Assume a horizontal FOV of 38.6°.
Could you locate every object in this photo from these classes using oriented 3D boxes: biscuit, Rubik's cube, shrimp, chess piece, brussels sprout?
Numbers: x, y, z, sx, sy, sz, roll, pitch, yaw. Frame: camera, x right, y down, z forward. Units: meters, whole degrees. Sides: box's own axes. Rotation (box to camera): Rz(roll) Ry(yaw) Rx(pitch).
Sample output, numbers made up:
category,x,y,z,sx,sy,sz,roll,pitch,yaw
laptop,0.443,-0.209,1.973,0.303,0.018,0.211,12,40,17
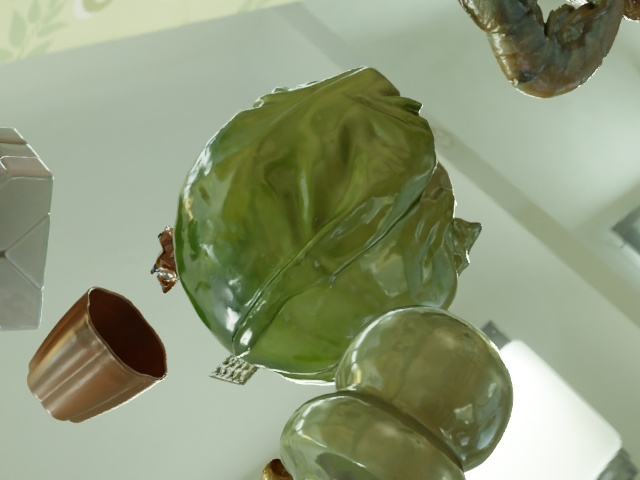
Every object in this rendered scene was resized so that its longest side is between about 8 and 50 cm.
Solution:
category,x,y,z,sx,sy,sz,roll,pitch,yaw
biscuit,-0.105,0.189,1.760,0.231,0.139,0.016,-46,-68,-25
Rubik's cube,-0.696,-0.028,1.691,0.318,0.322,0.316,-1,-157,-31
shrimp,0.220,-0.286,0.974,0.296,0.169,0.058,47,179,-26
chess piece,0.022,0.184,0.628,0.182,0.182,0.330,34,-119,5
brussels sprout,-0.010,0.010,1.253,0.361,0.342,0.425,-32,-68,-25

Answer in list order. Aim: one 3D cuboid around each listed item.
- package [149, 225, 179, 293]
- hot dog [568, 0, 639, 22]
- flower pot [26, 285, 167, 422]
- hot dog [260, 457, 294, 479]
category,x,y,z,sx,sy,sz,roll,pitch,yaw
package,-0.257,0.035,1.548,0.033,0.111,0.077,-2,-131,-42
hot dog,0.448,-0.414,1.370,0.226,0.161,0.099,28,-151,11
flower pot,-0.372,0.195,1.482,0.191,0.173,0.191,51,-168,-15
hot dog,0.021,0.339,1.202,0.215,0.047,0.066,16,-143,-20
